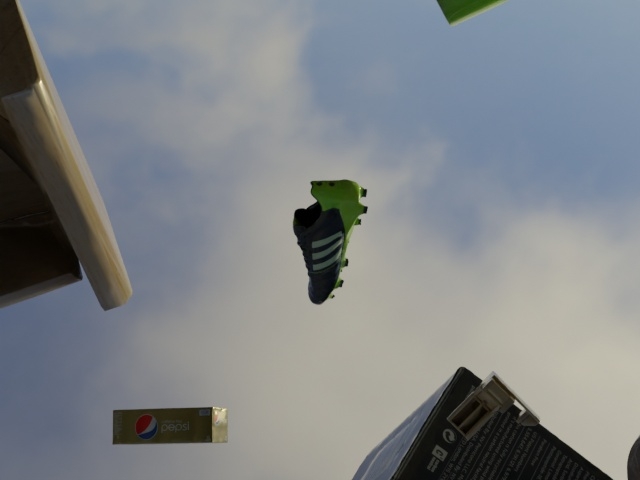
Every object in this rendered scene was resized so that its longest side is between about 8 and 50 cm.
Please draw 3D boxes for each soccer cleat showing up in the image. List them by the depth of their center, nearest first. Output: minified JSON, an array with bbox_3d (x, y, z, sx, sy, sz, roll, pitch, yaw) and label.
[{"bbox_3d":[0.000,0.000,1.378,0.072,0.179,0.060,8,-138,-9],"label":"soccer cleat"}]

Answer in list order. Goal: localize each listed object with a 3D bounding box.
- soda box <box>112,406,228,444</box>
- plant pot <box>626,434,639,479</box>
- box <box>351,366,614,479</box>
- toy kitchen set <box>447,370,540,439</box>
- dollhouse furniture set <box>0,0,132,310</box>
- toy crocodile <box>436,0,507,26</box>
[{"bbox_3d":[-0.243,0.300,2.000,0.181,0.058,0.061,-4,170,20],"label":"soda box"},{"bbox_3d":[0.450,0.194,1.137,0.280,0.323,0.323,-26,-146,-23],"label":"plant pot"},{"bbox_3d":[0.232,0.406,1.595,0.395,0.293,0.212,36,-129,1],"label":"box"},{"bbox_3d":[0.183,0.191,1.313,0.068,0.075,0.083,44,-174,6],"label":"toy kitchen set"},{"bbox_3d":[-0.171,0.131,0.451,0.257,0.362,0.394,-20,-121,-6],"label":"dollhouse furniture set"},{"bbox_3d":[0.020,-0.266,0.818,0.115,0.105,0.340,-34,-128,-8],"label":"toy crocodile"}]
